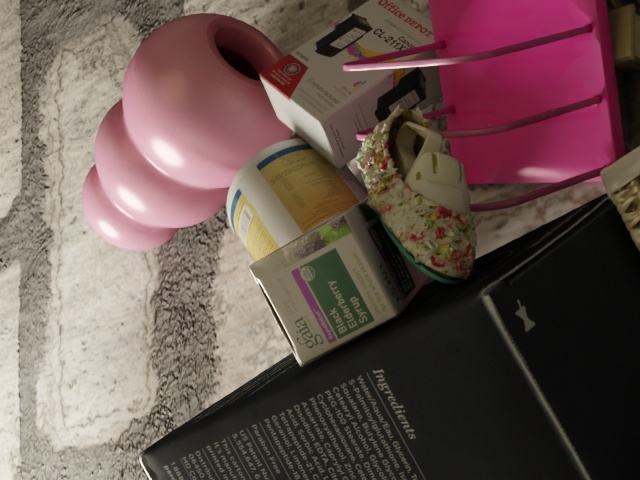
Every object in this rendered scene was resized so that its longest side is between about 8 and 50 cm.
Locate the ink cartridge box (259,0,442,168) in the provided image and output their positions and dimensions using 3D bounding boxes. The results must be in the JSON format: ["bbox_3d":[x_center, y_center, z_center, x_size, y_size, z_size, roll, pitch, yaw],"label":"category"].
[{"bbox_3d":[0.045,-0.175,1.593,0.175,0.072,0.127,-36,44,-13],"label":"ink cartridge box"}]

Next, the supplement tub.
[{"bbox_3d":[0.000,0.000,1.592,0.144,0.144,0.199,-53,46,19],"label":"supplement tub"}]

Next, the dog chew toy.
[{"bbox_3d":[-0.173,-0.112,1.778,0.332,0.207,0.206,-47,48,35],"label":"dog chew toy"}]

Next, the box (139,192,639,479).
[{"bbox_3d":[0.101,0.157,1.286,0.395,0.293,0.212,-29,90,37],"label":"box"}]

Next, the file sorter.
[{"bbox_3d":[0.136,-0.181,1.406,0.202,0.182,0.290,1,105,46],"label":"file sorter"}]

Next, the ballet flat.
[{"bbox_3d":[0.082,-0.050,1.251,0.077,0.091,0.241,-63,23,19],"label":"ballet flat"}]

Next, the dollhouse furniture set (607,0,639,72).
[{"bbox_3d":[0.225,-0.236,1.470,0.182,0.101,0.161,-11,69,44],"label":"dollhouse furniture set"}]

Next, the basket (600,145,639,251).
[{"bbox_3d":[0.333,-0.026,1.246,0.113,0.167,0.103,-34,59,33],"label":"basket"}]

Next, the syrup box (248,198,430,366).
[{"bbox_3d":[0.025,0.025,1.286,0.096,0.237,0.093,-28,91,13],"label":"syrup box"}]
